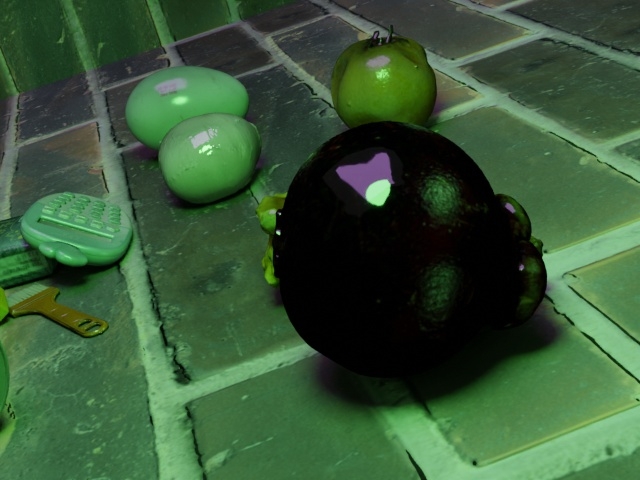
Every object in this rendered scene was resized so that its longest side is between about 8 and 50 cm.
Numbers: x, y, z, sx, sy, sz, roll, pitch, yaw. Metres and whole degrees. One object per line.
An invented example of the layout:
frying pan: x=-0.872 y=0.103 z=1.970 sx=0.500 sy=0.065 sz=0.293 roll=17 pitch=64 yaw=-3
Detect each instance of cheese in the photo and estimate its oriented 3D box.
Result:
cheese: x=-0.206 y=-0.155 z=2.075 sx=0.198 sy=0.154 sz=0.189 roll=-16 pitch=27 yaw=2

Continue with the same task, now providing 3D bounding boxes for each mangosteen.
mangosteen: x=0.097 y=0.021 z=1.280 sx=0.313 sy=0.297 sz=0.297 roll=27 pitch=38 yaw=13

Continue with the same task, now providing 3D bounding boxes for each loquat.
loquat: x=0.114 y=-0.287 z=2.088 sx=0.213 sy=0.213 sz=0.213 roll=-15 pitch=22 yaw=6

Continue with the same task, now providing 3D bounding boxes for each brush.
brush: x=-0.419 y=0.112 z=1.779 sx=0.090 sy=0.017 sz=0.314 roll=-31 pitch=26 yaw=-30

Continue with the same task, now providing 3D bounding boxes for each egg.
egg: x=-0.281 y=-0.279 z=2.386 sx=0.264 sy=0.183 sz=0.183 roll=-10 pitch=21 yaw=-3

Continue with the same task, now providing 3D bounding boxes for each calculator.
calculator: x=-0.420 y=-0.017 z=1.949 sx=0.184 sy=0.042 sz=0.295 roll=16 pitch=20 yaw=-5

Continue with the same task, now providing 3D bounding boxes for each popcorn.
popcorn: x=0.002 y=-0.005 z=1.565 sx=0.197 sy=0.156 sz=0.197 roll=-6 pitch=14 yaw=2

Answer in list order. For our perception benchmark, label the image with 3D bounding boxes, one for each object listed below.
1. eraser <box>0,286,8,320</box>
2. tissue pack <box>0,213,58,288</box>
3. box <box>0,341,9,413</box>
eraser: x=-0.563 y=0.077 z=1.807 sx=0.045 sy=0.122 sz=0.097 roll=-45 pitch=30 yaw=2
tissue pack: x=-0.589 y=0.025 z=2.020 sx=0.257 sy=0.081 sz=0.185 roll=-15 pitch=21 yaw=7
box: x=-0.529 y=0.165 z=1.445 sx=0.226 sy=0.226 sz=0.149 roll=-26 pitch=24 yaw=-21
